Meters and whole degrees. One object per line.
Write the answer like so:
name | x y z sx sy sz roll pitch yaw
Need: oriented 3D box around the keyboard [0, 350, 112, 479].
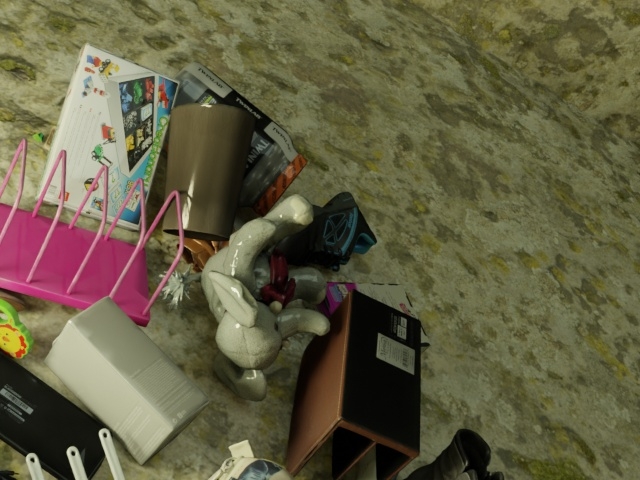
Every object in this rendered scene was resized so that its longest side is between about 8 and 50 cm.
keyboard | -0.471 0.267 1.384 0.317 0.033 0.201 37 36 -4

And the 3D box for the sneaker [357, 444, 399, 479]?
sneaker | 0.096 0.361 1.735 0.129 0.111 0.297 20 36 2

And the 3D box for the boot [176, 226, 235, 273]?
boot | -0.231 -0.021 1.846 0.197 0.073 0.152 42 45 14

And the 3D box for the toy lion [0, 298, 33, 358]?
toy lion | -0.485 0.135 1.452 0.096 0.100 0.034 22 35 7

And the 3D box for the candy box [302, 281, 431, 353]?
candy box | 0.094 0.168 1.929 0.233 0.071 0.159 4 50 -37

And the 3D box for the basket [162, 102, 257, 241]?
basket | -0.213 -0.120 1.744 0.154 0.204 0.227 11 81 -28

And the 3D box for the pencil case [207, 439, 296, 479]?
pencil case | -0.177 0.469 1.322 0.183 0.160 0.410 53 38 -3

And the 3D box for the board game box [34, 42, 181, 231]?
board game box | -0.392 -0.189 1.761 0.193 0.053 0.305 20 75 -25

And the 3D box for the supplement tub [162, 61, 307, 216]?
supplement tub | -0.194 -0.203 1.955 0.316 0.193 0.193 38 37 -2

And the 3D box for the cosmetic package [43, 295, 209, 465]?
cosmetic package | -0.309 0.220 1.491 0.238 0.127 0.107 48 38 7

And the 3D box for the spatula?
spatula | -0.324 0.399 1.354 0.168 0.019 0.242 -11 73 -42

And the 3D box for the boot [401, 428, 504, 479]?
boot | 0.236 0.506 1.586 0.118 0.223 0.338 8 48 -36

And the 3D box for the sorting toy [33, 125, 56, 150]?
sorting toy | -0.511 -0.192 1.823 0.083 0.012 0.062 28 44 -21

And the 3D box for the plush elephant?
plush elephant | -0.105 0.117 1.666 0.330 0.272 0.255 -17 46 -16

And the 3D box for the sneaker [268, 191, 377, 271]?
sneaker | 0.000 0.000 1.976 0.140 0.125 0.341 53 41 8

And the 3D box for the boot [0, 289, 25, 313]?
boot | -0.536 0.070 1.518 0.118 0.042 0.087 13 40 -36

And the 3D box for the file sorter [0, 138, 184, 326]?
file sorter | -0.394 -0.020 1.581 0.290 0.182 0.202 19 31 -26

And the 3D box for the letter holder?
letter holder | 0.057 0.279 1.663 0.152 0.214 0.302 26 38 -15
